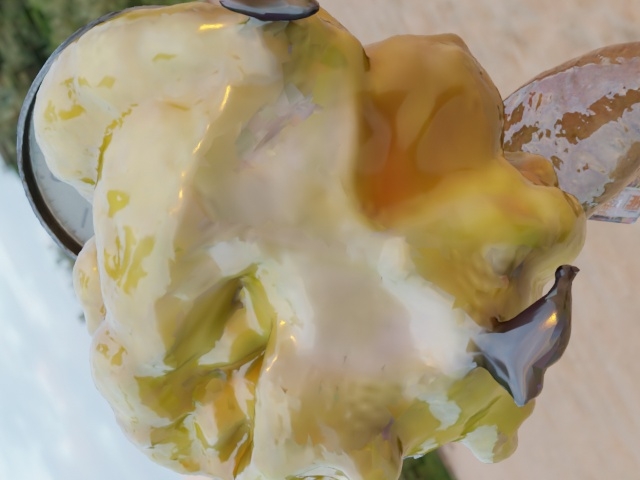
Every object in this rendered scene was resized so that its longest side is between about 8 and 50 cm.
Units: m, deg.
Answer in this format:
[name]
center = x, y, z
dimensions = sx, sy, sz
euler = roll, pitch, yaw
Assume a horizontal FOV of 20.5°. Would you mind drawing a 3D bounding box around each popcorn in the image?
[popcorn]
center = 0.000, 0.000, 1.021
dimensions = 0.281, 0.297, 0.315
euler = 148, 108, -74

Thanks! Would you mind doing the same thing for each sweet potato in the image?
[sweet potato]
center = 0.194, -0.073, 1.393
dimensions = 0.131, 0.337, 0.131
euler = 16, -115, -38

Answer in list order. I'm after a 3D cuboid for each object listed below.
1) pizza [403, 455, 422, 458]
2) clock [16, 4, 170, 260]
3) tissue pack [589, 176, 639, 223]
[pizza]
center = -0.016, 0.170, 1.688
dimensions = 0.251, 0.288, 0.074
euler = 40, -124, -68
[clock]
center = -0.120, -0.065, 1.315
dimensions = 0.215, 0.215, 0.042
euler = 63, -165, -14
[tissue pack]
center = 0.220, -0.070, 1.620
dimensions = 0.148, 0.060, 0.108
euler = 5, -142, -34
